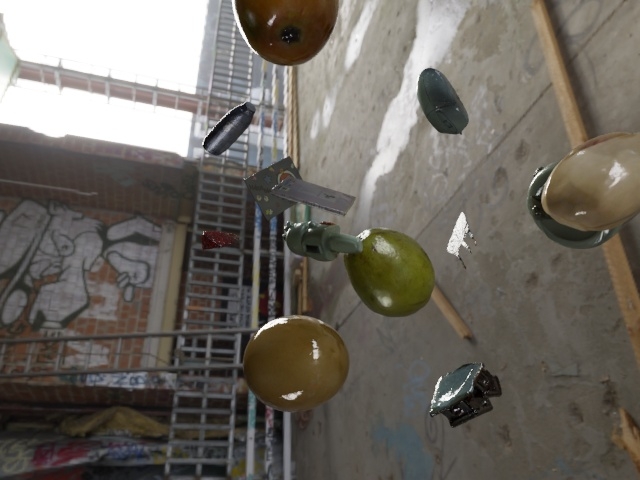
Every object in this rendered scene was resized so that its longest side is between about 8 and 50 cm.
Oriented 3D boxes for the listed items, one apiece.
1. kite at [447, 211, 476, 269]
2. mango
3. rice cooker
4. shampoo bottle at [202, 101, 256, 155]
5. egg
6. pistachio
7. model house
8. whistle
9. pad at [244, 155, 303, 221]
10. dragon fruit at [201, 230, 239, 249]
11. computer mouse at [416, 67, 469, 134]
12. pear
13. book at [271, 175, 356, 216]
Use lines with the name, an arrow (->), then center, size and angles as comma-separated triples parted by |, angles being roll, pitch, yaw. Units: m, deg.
kite -> 0.489, 0.009, 1.734 | 0.285, 0.015, 0.152 | -77, 4, -70
mango -> -0.060, -0.421, 0.871 | 0.317, 0.173, 0.211 | -97, 0, -55
rice cooker -> 0.904, -0.149, 1.707 | 0.335, 0.325, 0.335 | 36, 141, 36
shampoo bottle -> -0.305, -0.376, 1.700 | 0.234, 0.087, 0.049 | -37, 47, 33
egg -> -0.063, 0.319, 1.325 | 0.322, 0.250, 0.250 | -23, 59, 49
pistachio -> 0.615, -0.131, 1.080 | 0.187, 0.299, 0.187 | 56, 173, 11
model house -> 0.375, 0.393, 1.249 | 0.165, 0.152, 0.106 | -37, 24, 28
whistle -> -0.001, 0.000, 1.330 | 0.253, 0.101, 0.105 | 6, 61, 37
pad -> -0.149, -0.190, 1.818 | 0.006, 0.245, 0.170 | -18, 103, 47
dragon fruit -> -0.360, 0.007, 1.817 | 0.131, 0.097, 0.063 | -24, -36, -55
computer mouse -> 0.352, -0.394, 1.483 | 0.113, 0.229, 0.068 | -14, 27, 50
pear -> 0.211, 0.095, 1.561 | 0.253, 0.307, 0.253 | -43, 15, 14
book -> -0.012, -0.107, 1.192 | 0.127, 0.182, 0.014 | -55, -19, -63
